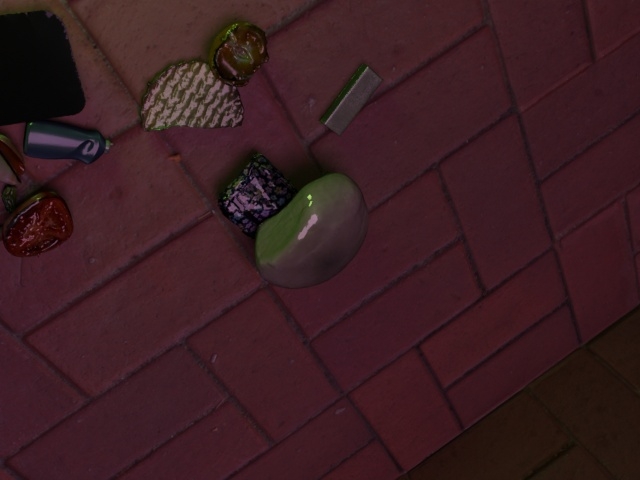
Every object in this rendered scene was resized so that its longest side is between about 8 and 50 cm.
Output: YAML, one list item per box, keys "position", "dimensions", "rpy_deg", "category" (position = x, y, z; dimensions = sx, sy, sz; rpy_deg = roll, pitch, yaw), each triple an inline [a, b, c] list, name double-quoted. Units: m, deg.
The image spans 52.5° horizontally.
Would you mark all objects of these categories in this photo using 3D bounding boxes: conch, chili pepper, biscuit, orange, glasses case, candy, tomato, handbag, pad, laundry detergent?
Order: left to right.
- position: [-0.746, -0.413, 1.452]
  dimensions: [0.375, 0.063, 0.315]
  rpy_deg: [-10, 124, -9]
  category: "pad"
- position: [-0.765, -0.189, 1.534]
  dimensions: [0.176, 0.094, 0.104]
  rpy_deg: [39, 57, -42]
  category: "conch"
- position: [-0.774, -0.101, 1.621]
  dimensions: [0.034, 0.030, 0.091]
  rpy_deg: [-26, 134, -43]
  category: "chili pepper"
- position: [-0.724, -0.048, 1.635]
  dimensions: [0.174, 0.082, 0.166]
  rpy_deg: [-30, 143, -24]
  category: "tomato"
- position: [-0.617, -0.241, 1.597]
  dimensions: [0.206, 0.061, 0.097]
  rpy_deg: [4, 108, -30]
  category: "laundry detergent"
- position: [-0.328, -0.374, 1.676]
  dimensions: [0.273, 0.036, 0.187]
  rpy_deg: [-4, 120, -24]
  category: "biscuit"
- position: [-0.212, -0.469, 1.631]
  dimensions: [0.170, 0.112, 0.160]
  rpy_deg: [-12, 115, -48]
  category: "orange"
- position: [-0.178, -0.115, 1.850]
  dimensions: [0.208, 0.127, 0.228]
  rpy_deg: [-41, 136, 7]
  category: "handbag"
- position: [0.000, 0.000, 1.924]
  dimensions: [0.386, 0.186, 0.427]
  rpy_deg: [-44, 156, 5]
  category: "candy"
- position: [0.088, -0.402, 1.861]
  dimensions: [0.071, 0.047, 0.205]
  rpy_deg: [32, 101, -32]
  category: "glasses case"

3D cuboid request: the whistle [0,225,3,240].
- position: [-0.889, -0.007, 1.606]
  dimensions: [0.220, 0.057, 0.107]
  rpy_deg: [-10, 109, -27]
  category: "whistle"
